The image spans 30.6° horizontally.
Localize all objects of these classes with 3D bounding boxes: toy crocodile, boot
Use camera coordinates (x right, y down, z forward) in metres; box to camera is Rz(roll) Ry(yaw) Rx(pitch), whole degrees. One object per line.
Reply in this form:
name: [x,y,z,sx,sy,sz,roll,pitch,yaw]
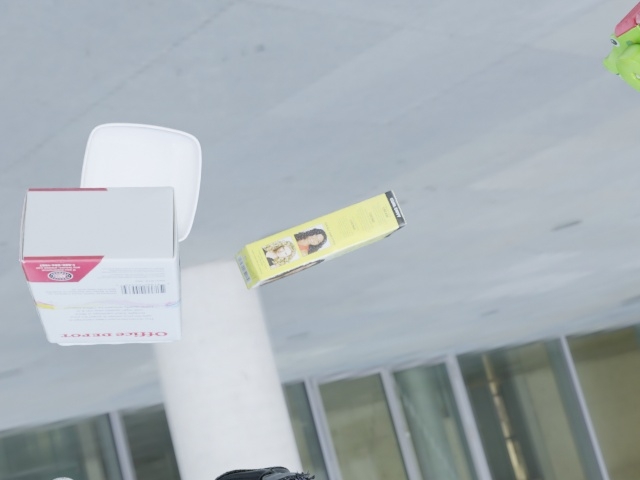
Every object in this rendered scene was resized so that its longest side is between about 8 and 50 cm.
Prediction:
toy crocodile: [0.388,-0.235,1.268,0.115,0.105,0.340,-46,-174,-2]
boot: [-0.073,0.312,1.469,0.121,0.045,0.099,-8,-179,-20]

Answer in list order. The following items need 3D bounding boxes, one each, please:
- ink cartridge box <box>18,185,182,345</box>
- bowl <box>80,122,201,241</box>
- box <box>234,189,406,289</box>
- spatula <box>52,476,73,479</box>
ink cartridge box: [-0.189,0.026,1.037,0.127,0.072,0.175,-1,153,-6]
bowl: [-0.220,-0.072,1.410,0.142,0.142,0.053,6,-171,-19]
box: [0.000,0.000,1.655,0.232,0.058,0.087,-22,175,-17]
spatula: [-0.117,0.244,0.619,0.168,0.242,0.019,20,-164,-10]
